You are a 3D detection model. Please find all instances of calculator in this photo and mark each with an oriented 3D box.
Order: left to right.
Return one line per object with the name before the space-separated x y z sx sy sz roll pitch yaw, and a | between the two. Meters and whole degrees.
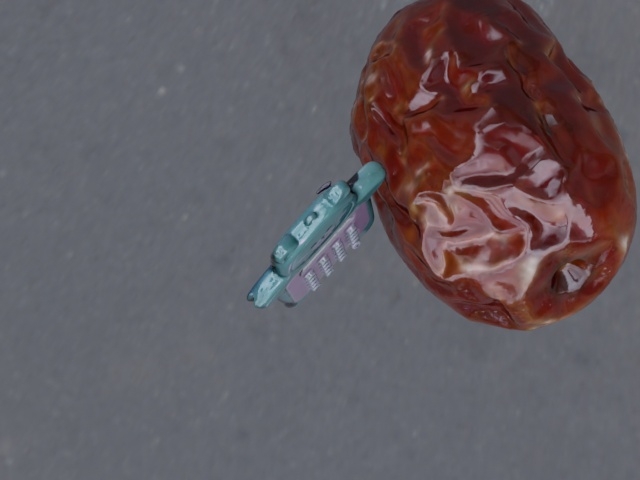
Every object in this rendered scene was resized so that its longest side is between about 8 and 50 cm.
calculator | 0.000 0.000 0.947 0.019 0.141 0.094 42 87 9

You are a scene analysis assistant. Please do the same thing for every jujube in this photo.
jujube | 0.114 -0.057 1.282 0.174 0.250 0.174 -18 143 -14
